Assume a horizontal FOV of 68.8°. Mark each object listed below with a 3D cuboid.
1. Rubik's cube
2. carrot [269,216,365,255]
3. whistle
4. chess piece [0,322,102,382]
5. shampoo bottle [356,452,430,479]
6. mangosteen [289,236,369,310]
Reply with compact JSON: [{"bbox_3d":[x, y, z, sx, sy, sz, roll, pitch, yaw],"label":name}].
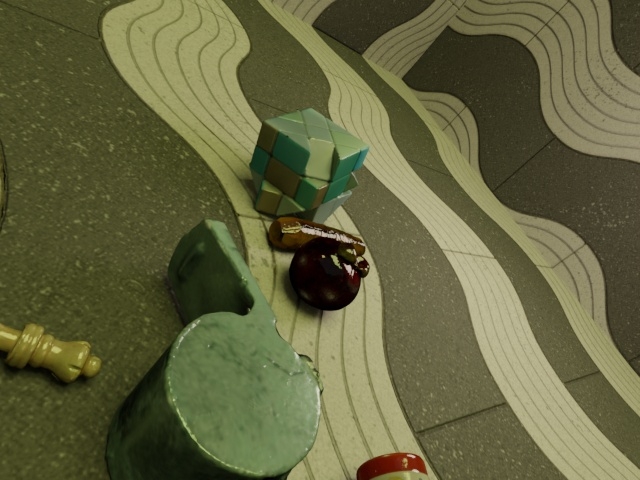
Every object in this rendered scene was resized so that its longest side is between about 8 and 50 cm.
[{"bbox_3d":[-0.036,-0.159,1.054,0.224,0.213,0.265,37,39,18],"label":"Rubik's cube"},{"bbox_3d":[0.000,0.000,1.025,0.260,0.070,0.070,14,41,-44],"label":"carrot"},{"bbox_3d":[-0.121,0.154,0.585,0.188,0.168,0.405,27,34,-24],"label":"whistle"},{"bbox_3d":[-0.327,0.113,0.511,0.172,0.060,0.060,30,33,-27],"label":"chess piece"},{"bbox_3d":[0.119,0.427,0.590,0.104,0.104,0.278,25,35,-29],"label":"shampoo bottle"},{"bbox_3d":[0.018,0.058,0.893,0.152,0.152,0.152,30,33,-22],"label":"mangosteen"}]
